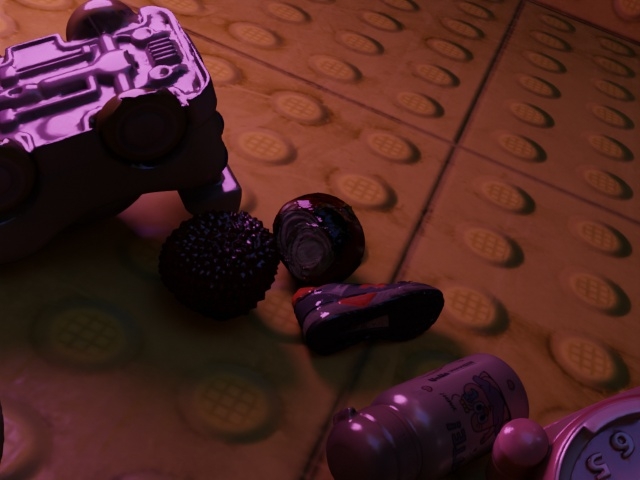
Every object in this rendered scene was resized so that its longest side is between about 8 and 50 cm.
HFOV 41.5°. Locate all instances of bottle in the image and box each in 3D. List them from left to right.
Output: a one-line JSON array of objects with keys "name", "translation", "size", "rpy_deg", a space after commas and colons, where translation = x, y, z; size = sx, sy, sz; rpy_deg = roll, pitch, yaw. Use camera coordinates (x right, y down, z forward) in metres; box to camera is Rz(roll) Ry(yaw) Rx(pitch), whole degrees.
[{"name": "bottle", "translation": [0.102, 0.187, 0.808], "size": [0.209, 0.097, 0.110], "rpy_deg": [-15, 75, -38]}]

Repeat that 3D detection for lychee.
[{"name": "lychee", "translation": [-0.105, 0.026, 0.904], "size": [0.129, 0.123, 0.123], "rpy_deg": [-23, 42, 2]}]

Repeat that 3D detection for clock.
[{"name": "clock", "translation": [0.298, 0.259, 0.761], "size": [0.227, 0.142, 0.241], "rpy_deg": [-20, 55, -11]}]

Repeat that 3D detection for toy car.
[{"name": "toy car", "translation": [-0.281, -0.101, 0.943], "size": [0.336, 0.226, 0.242], "rpy_deg": [-22, 48, -11]}]

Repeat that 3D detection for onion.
[{"name": "onion", "translation": [0.000, 0.000, 1.007], "size": [0.119, 0.118, 0.117], "rpy_deg": [-13, 74, -38]}]

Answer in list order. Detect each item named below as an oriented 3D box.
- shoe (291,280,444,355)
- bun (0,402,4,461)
[{"name": "shoe", "translation": [0.055, 0.072, 0.963], "size": [0.194, 0.074, 0.077], "rpy_deg": [-9, 39, -32]}, {"name": "bun", "translation": [-0.309, 0.165, 0.540], "size": [0.187, 0.293, 0.293], "rpy_deg": [47, 23, -30]}]
